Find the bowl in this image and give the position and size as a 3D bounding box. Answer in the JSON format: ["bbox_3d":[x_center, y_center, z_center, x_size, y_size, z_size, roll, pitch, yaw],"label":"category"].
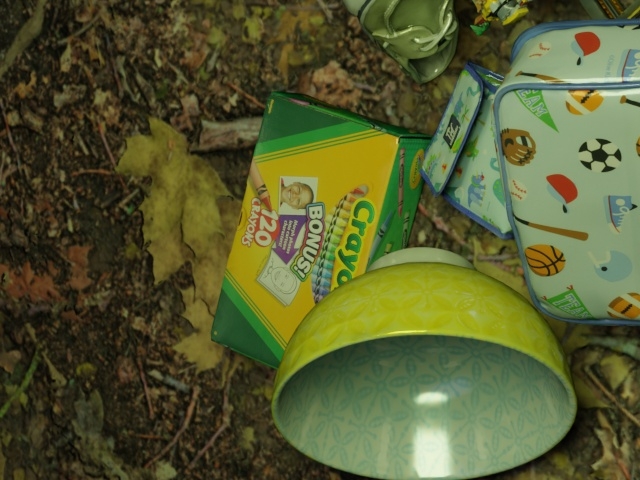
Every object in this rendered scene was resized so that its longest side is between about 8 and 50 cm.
[{"bbox_3d":[0.097,0.101,1.495,0.289,0.289,0.156,-23,48,30],"label":"bowl"}]

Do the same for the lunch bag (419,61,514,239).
[{"bbox_3d":[0.171,-0.089,1.511,0.151,0.096,0.128,39,115,39],"label":"lunch bag"}]

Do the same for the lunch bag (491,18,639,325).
[{"bbox_3d":[0.286,-0.049,1.350,0.243,0.115,0.303,-1,132,22],"label":"lunch bag"}]

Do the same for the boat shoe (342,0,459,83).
[{"bbox_3d":[0.090,-0.220,1.449,0.109,0.302,0.094,-42,83,3],"label":"boat shoe"}]

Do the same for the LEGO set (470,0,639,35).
[{"bbox_3d":[0.295,-0.255,1.331,0.331,0.255,0.192,-41,69,29],"label":"LEGO set"}]

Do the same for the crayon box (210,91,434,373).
[{"bbox_3d":[0.000,0.000,1.622,0.165,0.081,0.278,21,103,29],"label":"crayon box"}]
